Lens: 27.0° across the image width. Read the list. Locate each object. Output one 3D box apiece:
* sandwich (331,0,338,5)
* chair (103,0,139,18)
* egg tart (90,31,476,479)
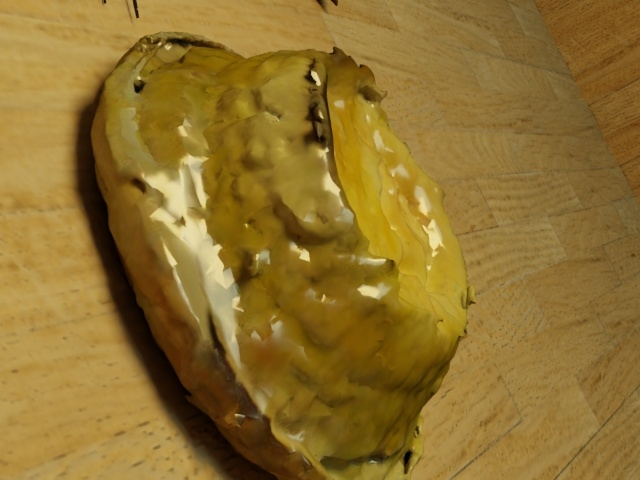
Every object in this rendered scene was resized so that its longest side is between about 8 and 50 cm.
[{"bbox_3d":[-0.030,-0.354,1.270,0.258,0.096,0.094,51,29,-20],"label":"sandwich"},{"bbox_3d":[-0.133,-0.197,0.907,0.042,0.037,0.086,10,58,-49],"label":"chair"},{"bbox_3d":[0.000,0.000,0.847,0.345,0.132,0.345,50,24,-33],"label":"egg tart"}]
